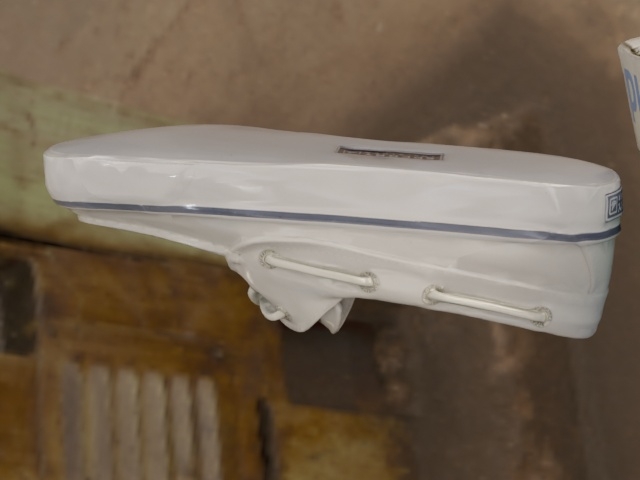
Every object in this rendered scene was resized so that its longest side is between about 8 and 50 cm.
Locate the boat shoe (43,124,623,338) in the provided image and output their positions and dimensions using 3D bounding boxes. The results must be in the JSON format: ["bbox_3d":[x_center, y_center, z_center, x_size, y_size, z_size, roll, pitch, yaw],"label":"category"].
[{"bbox_3d":[0.000,0.000,0.712,0.258,0.095,0.084,6,105,14],"label":"boat shoe"}]

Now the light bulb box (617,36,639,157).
[{"bbox_3d":[0.289,0.079,0.666,0.358,0.225,0.361,-84,-19,-79],"label":"light bulb box"}]
